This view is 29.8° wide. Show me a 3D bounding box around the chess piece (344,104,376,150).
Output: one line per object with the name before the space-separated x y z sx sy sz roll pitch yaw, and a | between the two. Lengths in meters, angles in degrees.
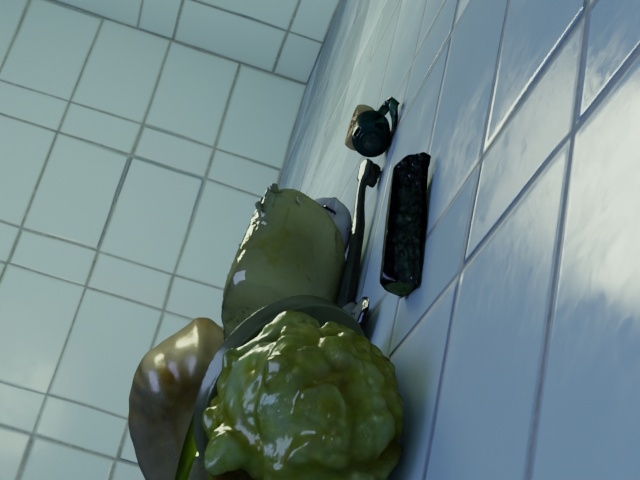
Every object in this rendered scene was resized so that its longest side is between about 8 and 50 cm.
chess piece | 0.071 -0.199 2.130 0.083 0.038 0.084 -164 90 -82

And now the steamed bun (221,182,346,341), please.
steamed bun | -0.040 0.063 1.794 0.273 0.166 0.232 95 -165 -52

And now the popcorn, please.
popcorn | -0.018 0.185 1.194 0.256 0.194 0.255 -30 45 53

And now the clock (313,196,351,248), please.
clock | -0.001 0.000 2.018 0.117 0.079 0.176 -83 11 -63

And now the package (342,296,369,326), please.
package | 0.018 0.182 1.562 0.166 0.040 0.232 180 106 -83

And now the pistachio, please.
pistachio | -0.239 0.352 2.378 0.446 0.281 0.365 94 177 -48

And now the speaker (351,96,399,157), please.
speaker | 0.092 -0.175 1.861 0.094 0.060 0.075 -33 20 16

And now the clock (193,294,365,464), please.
clock | -0.041 0.173 1.351 0.029 0.235 0.235 30 106 45

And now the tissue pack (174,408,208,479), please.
tissue pack | -0.128 0.343 1.783 0.275 0.167 0.200 -90 19 -67

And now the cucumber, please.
cucumber | 0.096 -0.011 1.400 0.070 0.046 0.220 103 179 -46

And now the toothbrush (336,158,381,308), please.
toothbrush | 0.055 0.001 1.775 0.030 0.030 0.297 -36 34 48
